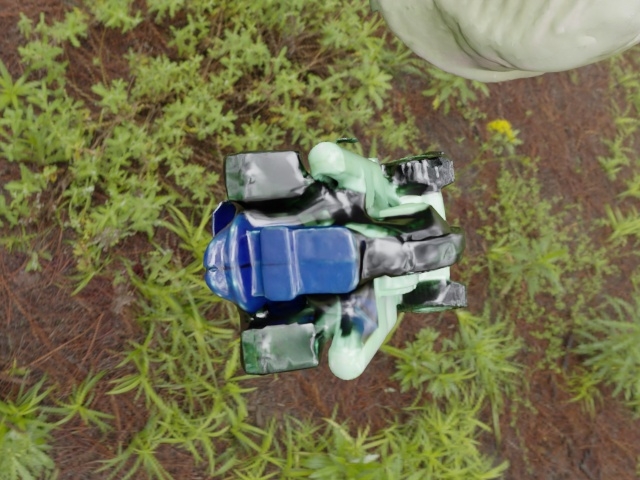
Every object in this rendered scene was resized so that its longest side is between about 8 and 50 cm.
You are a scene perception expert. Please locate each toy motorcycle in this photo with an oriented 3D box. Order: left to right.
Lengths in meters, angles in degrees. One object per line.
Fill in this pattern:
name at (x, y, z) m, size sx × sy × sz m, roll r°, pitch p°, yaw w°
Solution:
toy motorcycle at (0.000, 0.000, 0.513) m, size 0.196 × 0.331 × 0.125 m, roll -6°, pitch 94°, yaw 5°

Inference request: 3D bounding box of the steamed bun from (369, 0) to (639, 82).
steamed bun at (0.165, -0.234, 0.416) m, size 0.207 × 0.280 × 0.268 m, roll -11°, pitch 106°, yaw -25°
